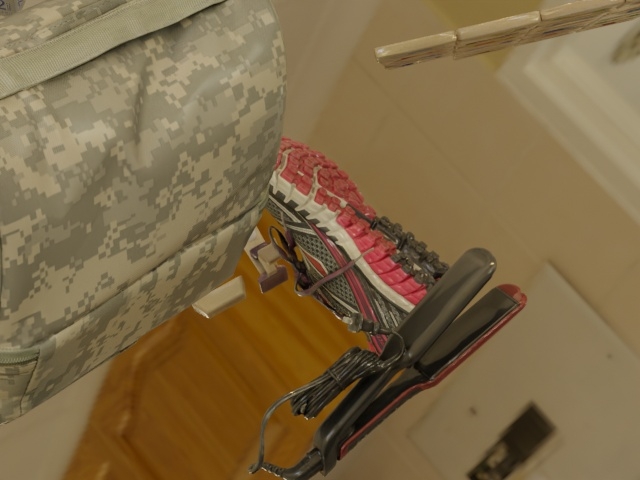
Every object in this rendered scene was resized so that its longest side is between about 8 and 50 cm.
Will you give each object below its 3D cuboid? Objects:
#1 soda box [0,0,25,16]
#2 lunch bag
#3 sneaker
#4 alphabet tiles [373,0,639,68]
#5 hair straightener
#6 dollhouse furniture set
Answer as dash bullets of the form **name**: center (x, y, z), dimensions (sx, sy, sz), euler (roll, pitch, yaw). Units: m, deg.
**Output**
- **soda box**: center (-0.417, -0.304, 1.284), dimensions (0.098, 0.286, 0.091), euler (100, -177, -64)
- **lunch bag**: center (-0.173, -0.060, 0.948), dimensions (0.305, 0.212, 0.256), euler (-32, -20, -39)
- **sneaker**: center (0.000, 0.000, 1.372), dimensions (0.112, 0.299, 0.121), euler (-50, -9, 23)
- **alphabet tiles**: center (0.131, -0.119, 0.738), dimensions (0.198, 0.009, 0.237), euler (-12, 4, 6)
- **hair straightener**: center (0.033, 0.082, 0.936), dimensions (0.230, 0.047, 0.089), euler (-39, -62, 1)
- **dollhouse furniture set**: center (-0.107, 0.024, 1.523), dimensions (0.114, 0.081, 0.091), euler (-29, -20, -8)
